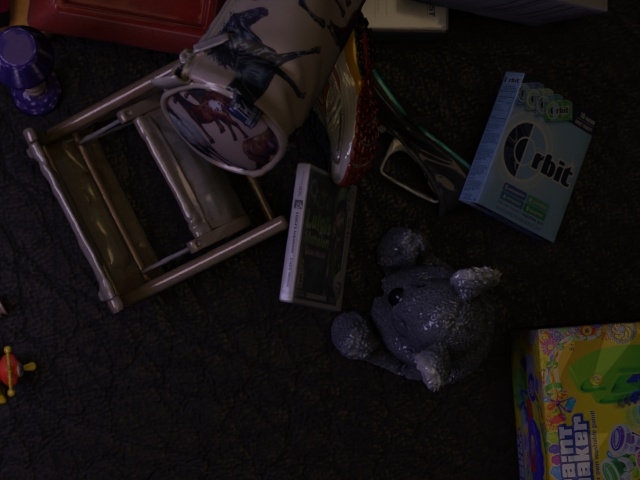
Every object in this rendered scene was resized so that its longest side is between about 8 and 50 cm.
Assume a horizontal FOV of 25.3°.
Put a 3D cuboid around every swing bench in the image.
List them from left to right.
[{"bbox_3d":[-0.207,-0.072,1.827,0.255,0.165,0.253,-26,90,-2],"label":"swing bench"}]

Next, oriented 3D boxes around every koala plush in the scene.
[{"bbox_3d":[0.151,0.099,1.820,0.203,0.221,0.196,30,82,-7],"label":"koala plush"}]

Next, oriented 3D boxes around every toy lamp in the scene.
[{"bbox_3d":[-0.360,-0.211,1.757,0.080,0.275,0.080,0,87,-7],"label":"toy lamp"}]

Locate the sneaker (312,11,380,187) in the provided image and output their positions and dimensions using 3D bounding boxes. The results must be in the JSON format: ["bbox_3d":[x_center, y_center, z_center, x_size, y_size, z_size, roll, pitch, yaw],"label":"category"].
[{"bbox_3d":[0.022,-0.178,1.827,0.093,0.088,0.225,-6,81,21],"label":"sneaker"}]

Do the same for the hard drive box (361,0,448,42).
[{"bbox_3d":[0.049,-0.359,1.905,0.232,0.089,0.181,1,87,-6],"label":"hard drive box"}]

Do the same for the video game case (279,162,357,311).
[{"bbox_3d":[0.000,0.000,1.834,0.022,0.190,0.173,6,86,20],"label":"video game case"}]

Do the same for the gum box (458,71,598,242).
[{"bbox_3d":[0.279,-0.110,1.905,0.157,0.041,0.184,24,84,-36],"label":"gum box"}]

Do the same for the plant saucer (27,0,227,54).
[{"bbox_3d":[-0.227,-0.377,1.827,0.259,0.048,0.258,8,96,-18],"label":"plant saucer"}]

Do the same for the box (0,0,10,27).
[{"bbox_3d":[-0.537,-0.330,1.745,0.270,0.165,0.143,7,107,15],"label":"box"}]

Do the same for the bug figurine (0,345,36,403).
[{"bbox_3d":[-0.456,0.270,1.821,0.216,0.072,0.279,-10,88,-7],"label":"bug figurine"}]

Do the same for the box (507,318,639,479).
[{"bbox_3d":[0.407,0.249,1.867,0.279,0.177,0.289,-4,87,-6],"label":"box"}]

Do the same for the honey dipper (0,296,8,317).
[{"bbox_3d":[-0.483,0.118,1.848,0.161,0.030,0.030,-27,90,-6],"label":"honey dipper"}]

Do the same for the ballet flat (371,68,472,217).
[{"bbox_3d":[0.098,-0.140,1.899,0.096,0.095,0.280,-44,92,4],"label":"ballet flat"}]

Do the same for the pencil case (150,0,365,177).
[{"bbox_3d":[-0.041,-0.288,1.720,0.160,0.183,0.410,9,62,36],"label":"pencil case"}]

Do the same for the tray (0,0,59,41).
[{"bbox_3d":[-0.313,-0.429,1.878,0.411,0.076,0.203,-39,92,-8],"label":"tray"}]

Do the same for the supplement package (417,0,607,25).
[{"bbox_3d":[0.246,-0.370,1.853,0.244,0.134,0.139,3,86,-39],"label":"supplement package"}]
